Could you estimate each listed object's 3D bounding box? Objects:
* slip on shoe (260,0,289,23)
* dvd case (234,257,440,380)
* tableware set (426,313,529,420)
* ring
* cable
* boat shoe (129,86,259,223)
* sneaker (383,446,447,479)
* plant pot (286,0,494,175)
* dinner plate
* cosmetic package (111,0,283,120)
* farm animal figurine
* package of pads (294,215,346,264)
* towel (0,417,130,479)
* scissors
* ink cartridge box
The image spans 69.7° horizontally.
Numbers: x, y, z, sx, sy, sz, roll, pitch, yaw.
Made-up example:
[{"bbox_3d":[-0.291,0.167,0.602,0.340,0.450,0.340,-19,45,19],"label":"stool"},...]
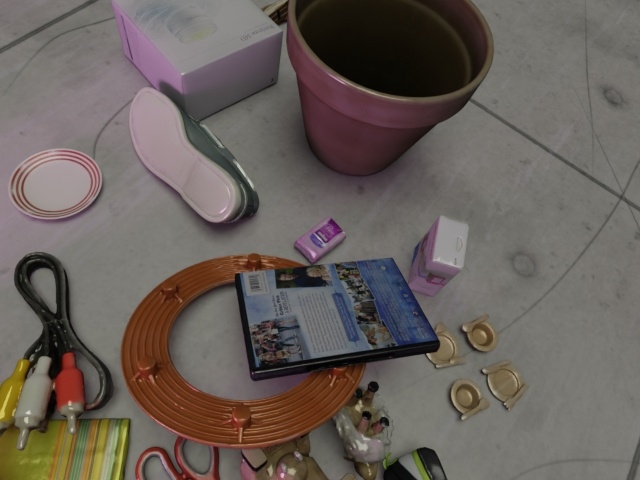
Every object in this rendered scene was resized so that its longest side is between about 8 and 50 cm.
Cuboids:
[{"bbox_3d":[-0.098,-0.516,1.034,0.041,0.051,0.135,36,68,21],"label":"slip on shoe"},{"bbox_3d":[0.016,0.099,0.645,0.253,0.022,0.180,-5,40,-15],"label":"dvd case"},{"bbox_3d":[0.253,0.203,0.753,0.141,0.020,0.168,-18,69,-19],"label":"tableware set"},{"bbox_3d":[-0.099,0.122,0.640,0.337,0.032,0.336,4,38,-3],"label":"ring"},{"bbox_3d":[-0.365,0.132,0.632,0.140,0.072,0.287,-8,63,-13],"label":"cable"},{"bbox_3d":[-0.226,-0.148,0.813,0.319,0.116,0.099,47,21,20],"label":"boat shoe"},{"bbox_3d":[0.149,0.400,0.615,0.097,0.084,0.234,-22,66,4],"label":"sneaker"},{"bbox_3d":[0.088,-0.270,0.812,0.323,0.280,0.323,4,64,-9],"label":"plant pot"},{"bbox_3d":[-0.440,-0.094,0.769,0.141,0.017,0.141,5,63,-10],"label":"dinner plate"},{"bbox_3d":[-0.231,-0.382,0.888,0.224,0.138,0.224,-36,76,-24],"label":"cosmetic package"},{"bbox_3d":[-0.016,0.362,0.535,0.330,0.172,0.326,-11,49,-22],"label":"farm animal figurine"},{"bbox_3d":[0.000,0.000,0.799,0.083,0.032,0.050,-38,79,-25],"label":"package of pads"},{"bbox_3d":[-0.374,0.284,0.591,0.237,0.021,0.102,3,58,-9],"label":"towel"},{"bbox_3d":[-0.119,0.376,0.594,0.109,0.021,0.297,-34,77,-33],"label":"scissors"},{"bbox_3d":[0.195,0.028,0.772,0.052,0.122,0.088,18,61,-2],"label":"ink cartridge box"}]
